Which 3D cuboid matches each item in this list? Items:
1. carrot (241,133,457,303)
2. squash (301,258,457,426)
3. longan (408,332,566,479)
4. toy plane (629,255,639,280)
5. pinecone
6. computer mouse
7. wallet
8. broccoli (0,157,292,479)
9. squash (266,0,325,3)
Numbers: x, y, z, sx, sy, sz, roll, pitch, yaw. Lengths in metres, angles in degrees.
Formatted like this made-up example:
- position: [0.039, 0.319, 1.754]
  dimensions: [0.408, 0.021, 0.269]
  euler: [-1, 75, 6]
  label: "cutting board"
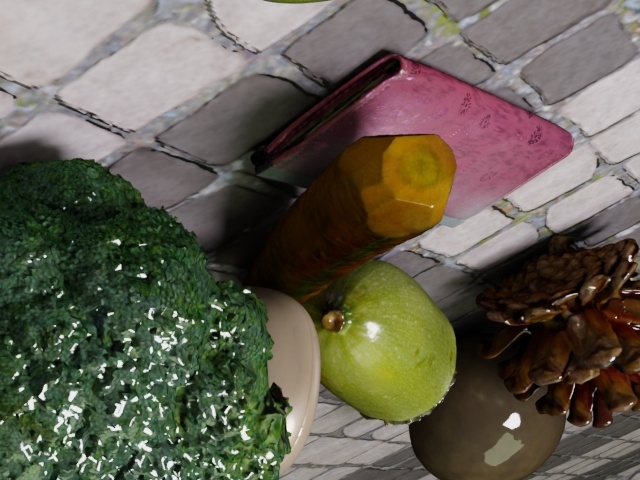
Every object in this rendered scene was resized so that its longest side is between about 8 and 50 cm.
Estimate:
- position: [0.000, 0.000, 0.751]
  dimensions: [0.066, 0.066, 0.314]
  euler: [-12, 169, -22]
  label: "carrot"
- position: [0.034, 0.074, 0.915]
  dimensions: [0.123, 0.123, 0.187]
  euler: [-26, 155, 11]
  label: "squash"
- position: [0.183, 0.166, 1.203]
  dimensions: [0.185, 0.159, 0.204]
  euler: [-11, 139, -57]
  label: "longan"
- position: [0.309, 0.100, 1.236]
  dimensions: [0.092, 0.108, 0.286]
  euler: [17, 158, 13]
  label: "toy plane"
- position: [0.237, 0.085, 1.050]
  dimensions: [0.179, 0.149, 0.195]
  euler: [-17, 137, 24]
  label: "pinecone"
- position: [-0.094, 0.108, 0.794]
  dimensions: [0.237, 0.145, 0.082]
  euler: [-15, 151, 36]
  label: "computer mouse"
- position: [0.071, -0.059, 0.761]
  dimensions: [0.119, 0.025, 0.232]
  euler: [-33, 154, 29]
  label: "wallet"
- position: [-0.148, 0.080, 0.644]
  dimensions: [0.270, 0.269, 0.270]
  euler: [-24, -172, 7]
  label: "broccoli"
- position: [0.033, -0.139, 0.525]
  dimensions: [0.184, 0.052, 0.052]
  euler: [-13, 156, -26]
  label: "squash"
